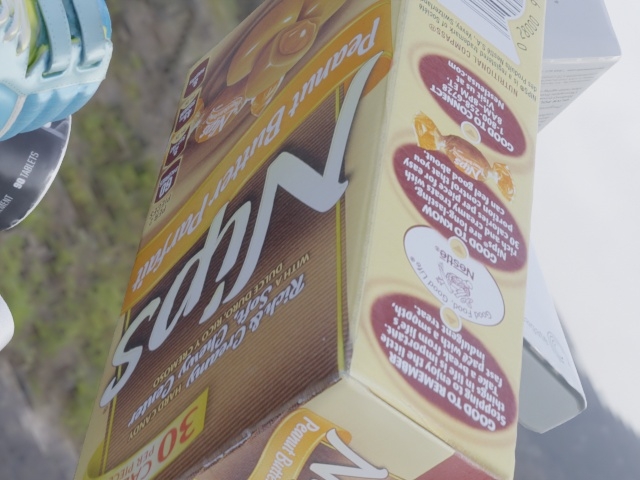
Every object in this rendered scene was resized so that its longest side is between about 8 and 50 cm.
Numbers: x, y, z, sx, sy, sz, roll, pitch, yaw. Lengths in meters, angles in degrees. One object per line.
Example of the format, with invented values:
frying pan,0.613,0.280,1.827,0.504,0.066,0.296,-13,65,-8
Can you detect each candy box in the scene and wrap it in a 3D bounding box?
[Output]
candy box,0.000,0.000,0.806,0.087,0.183,0.316,35,40,-22

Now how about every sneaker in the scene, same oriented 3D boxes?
sneaker,-0.217,-0.157,1.193,0.127,0.208,0.319,58,-28,13

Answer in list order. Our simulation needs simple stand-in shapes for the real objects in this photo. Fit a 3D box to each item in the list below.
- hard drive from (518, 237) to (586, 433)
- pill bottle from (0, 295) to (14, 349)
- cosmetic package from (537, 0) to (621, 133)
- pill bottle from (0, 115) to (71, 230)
hard drive,0.061,-0.073,1.218,0.233,0.047,0.353,42,26,-46
pill bottle,-0.395,0.127,1.775,0.221,0.121,0.121,-49,124,-38
cosmetic package,0.096,-0.160,1.746,0.365,0.155,0.197,-44,-124,57
pill bottle,-0.325,-0.109,1.452,0.245,0.130,0.130,26,25,-32
